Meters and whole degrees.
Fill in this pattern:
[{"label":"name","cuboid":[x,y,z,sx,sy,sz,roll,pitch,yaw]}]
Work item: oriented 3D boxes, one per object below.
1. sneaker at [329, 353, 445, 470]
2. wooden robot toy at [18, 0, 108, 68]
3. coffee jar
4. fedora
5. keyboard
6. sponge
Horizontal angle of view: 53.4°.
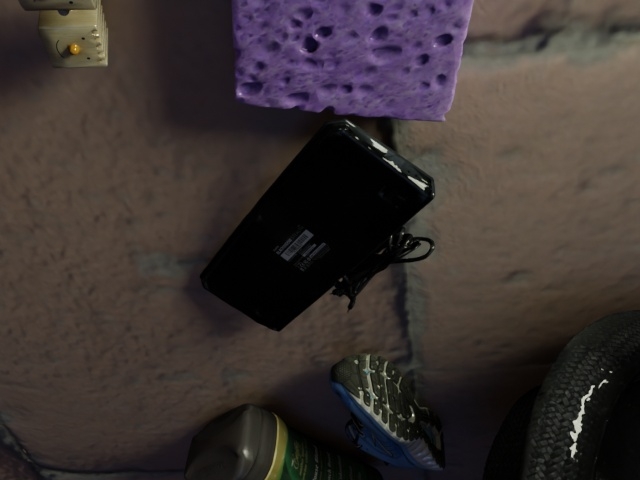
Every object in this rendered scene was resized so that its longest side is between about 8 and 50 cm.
[{"label":"sneaker","cuboid":[0.048,0.158,0.546,0.073,0.063,0.162,-20,129,23]},{"label":"wooden robot toy","cuboid":[-0.095,-0.149,0.267,0.079,0.076,0.173,-4,134,-10]},{"label":"coffee jar","cuboid":[-0.031,0.223,0.595,0.096,0.079,0.184,-33,125,32]},{"label":"fedora","cuboid":[0.226,0.223,0.480,0.334,0.334,0.152,23,160,-18]},{"label":"keyboard","cuboid":[0.000,0.000,0.422,0.100,0.038,0.192,36,135,-11]},{"label":"sponge","cuboid":[0.018,-0.152,0.283,0.117,0.031,0.210,4,134,-1]}]
